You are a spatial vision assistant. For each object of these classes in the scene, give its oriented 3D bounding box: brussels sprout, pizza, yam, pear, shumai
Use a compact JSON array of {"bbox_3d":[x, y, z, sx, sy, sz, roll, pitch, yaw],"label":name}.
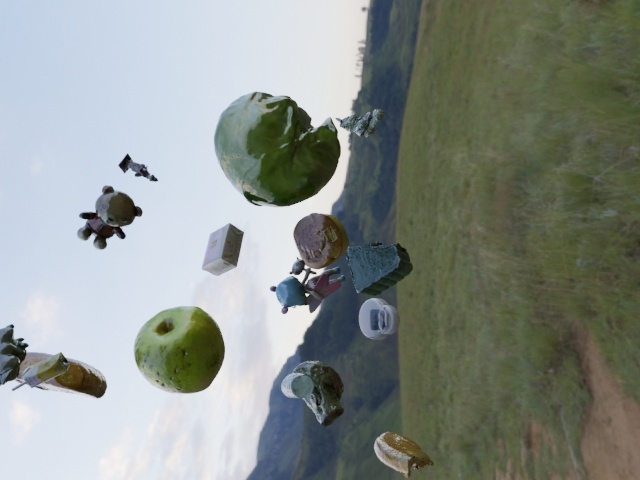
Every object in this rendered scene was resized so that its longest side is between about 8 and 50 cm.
[{"bbox_3d":[-0.152,-0.281,1.633,0.342,0.425,0.361,125,158,-62],"label":"brussels sprout"},{"bbox_3d":[0.283,0.744,1.686,0.365,0.182,0.074,144,140,-79],"label":"pizza"},{"bbox_3d":[-0.095,0.616,2.041,0.194,0.107,0.107,137,141,-67],"label":"yam"},{"bbox_3d":[-0.576,0.473,2.036,0.391,0.390,0.392,4,-90,-85],"label":"pear"},{"bbox_3d":[-0.016,0.685,2.163,0.222,0.271,0.204,-63,2,28],"label":"shumai"}]

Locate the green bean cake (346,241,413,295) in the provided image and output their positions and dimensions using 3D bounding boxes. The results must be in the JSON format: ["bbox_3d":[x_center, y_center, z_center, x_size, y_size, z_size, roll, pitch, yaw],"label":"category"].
[{"bbox_3d":[0.199,0.066,1.623,0.208,0.107,0.194,-39,45,33],"label":"green bean cake"}]

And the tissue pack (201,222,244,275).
[{"bbox_3d":[-0.519,0.049,2.558,0.124,0.184,0.225,35,-133,-36],"label":"tissue pack"}]

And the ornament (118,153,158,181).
[{"bbox_3d":[-0.886,-0.347,2.371,0.088,0.203,0.081,-59,-18,-16],"label":"ornament"}]

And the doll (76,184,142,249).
[{"bbox_3d":[-1.052,-0.109,2.407,0.330,0.235,0.174,-43,21,19],"label":"doll"}]

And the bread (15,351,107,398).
[{"bbox_3d":[-1.112,0.584,2.108,0.337,0.327,0.148,87,-169,-65],"label":"bread"}]

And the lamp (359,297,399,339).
[{"bbox_3d":[0.263,0.340,2.089,0.246,0.107,0.180,-13,78,60],"label":"lamp"}]

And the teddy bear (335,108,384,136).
[{"bbox_3d":[0.179,-0.503,2.105,0.133,0.213,0.111,-44,-56,-64],"label":"teddy bear"}]

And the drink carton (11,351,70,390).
[{"bbox_3d":[-1.072,0.508,1.843,0.074,0.199,0.084,-125,12,-63],"label":"drink carton"}]

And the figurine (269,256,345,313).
[{"bbox_3d":[-0.045,0.137,1.660,0.205,0.260,0.103,64,159,18],"label":"figurine"}]

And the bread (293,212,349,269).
[{"bbox_3d":[0.000,0.000,2.299,0.148,0.269,0.270,-11,-74,-61],"label":"bread"}]

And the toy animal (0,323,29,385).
[{"bbox_3d":[-1.072,0.415,1.639,0.125,0.127,0.251,40,-169,-44],"label":"toy animal"}]
